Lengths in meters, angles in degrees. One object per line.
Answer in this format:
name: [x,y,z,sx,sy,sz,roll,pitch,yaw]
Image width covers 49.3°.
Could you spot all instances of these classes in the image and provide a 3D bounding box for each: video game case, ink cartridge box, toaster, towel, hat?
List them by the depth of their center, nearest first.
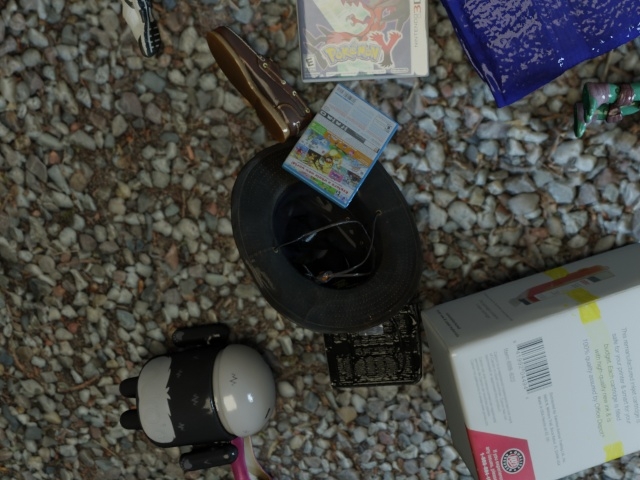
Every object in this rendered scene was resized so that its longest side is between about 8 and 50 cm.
towel: [0.341,-0.359,0.998,0.308,0.076,0.227,-26,111,16]
video game case: [0.064,-0.339,1.067,0.201,0.023,0.183,-1,110,9]
ink cartridge box: [0.386,0.199,1.096,0.385,0.160,0.279,-17,108,-3]
video game case: [0.033,-0.150,1.097,0.119,0.015,0.166,34,76,-5]
hat: [0.000,0.000,1.132,0.331,0.331,0.134,33,156,-4]
toaster: [0.096,0.157,1.198,0.186,0.110,0.168,-6,109,10]

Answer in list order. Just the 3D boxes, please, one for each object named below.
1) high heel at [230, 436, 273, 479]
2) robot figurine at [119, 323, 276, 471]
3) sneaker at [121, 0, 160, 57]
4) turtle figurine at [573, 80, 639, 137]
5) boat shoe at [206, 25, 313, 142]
high heel: [-0.124,0.427,1.358,0.117,0.082,0.244,-41,96,10]
robot figurine: [-0.218,0.281,1.260,0.278,0.173,0.209,-11,111,13]
sneaker: [-0.289,-0.346,1.113,0.044,0.040,0.109,-2,107,26]
turtle figurine: [0.498,-0.195,1.012,0.234,0.118,0.175,-1,151,10]
boat shoe: [-0.094,-0.254,1.102,0.073,0.073,0.207,-40,98,-19]
